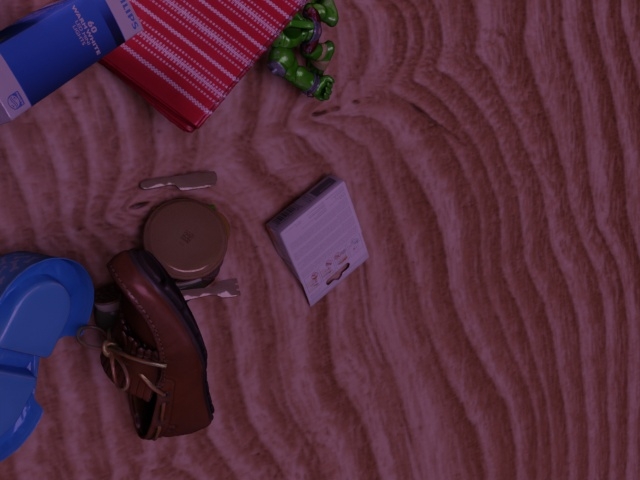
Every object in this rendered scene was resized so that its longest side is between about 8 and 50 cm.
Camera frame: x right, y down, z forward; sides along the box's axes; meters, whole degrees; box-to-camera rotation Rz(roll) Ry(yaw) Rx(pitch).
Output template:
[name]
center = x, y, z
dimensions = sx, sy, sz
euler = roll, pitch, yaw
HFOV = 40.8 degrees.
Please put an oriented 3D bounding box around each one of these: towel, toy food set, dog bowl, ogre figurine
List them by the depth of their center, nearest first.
[dog bowl]
center = -0.412, 0.147, 1.116
dimensions = 0.297, 0.074, 0.166
euler = -65, 152, -5
[towel]
center = -0.166, -0.302, 1.185
dimensions = 0.199, 0.031, 0.274
euler = 38, 76, 3
[toy food set]
center = -0.193, 0.000, 1.254
dimensions = 0.133, 0.038, 0.191
euler = -7, 77, -21
[ogre figurine]
center = -0.031, -0.316, 1.286
dimensions = 0.118, 0.097, 0.196
euler = -3, 113, -44

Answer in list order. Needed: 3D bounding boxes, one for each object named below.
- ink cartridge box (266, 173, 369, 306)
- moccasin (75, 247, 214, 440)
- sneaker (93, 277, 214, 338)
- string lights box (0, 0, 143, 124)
[ink cartridge box]
center = 0.000, 0.000, 1.416
dimensions = 0.145, 0.045, 0.179
euler = -40, 137, -21
[moccasin]
center = -0.239, 0.155, 1.166
dimensions = 0.147, 0.139, 0.380
euler = -23, 149, -18
[sneaker]
center = -0.242, 0.092, 1.260
dimensions = 0.192, 0.064, 0.086
euler = -18, 124, -33
[string lights box]
center = -0.341, -0.218, 1.015
dimensions = 0.076, 0.133, 0.259
euler = 64, 37, -24
